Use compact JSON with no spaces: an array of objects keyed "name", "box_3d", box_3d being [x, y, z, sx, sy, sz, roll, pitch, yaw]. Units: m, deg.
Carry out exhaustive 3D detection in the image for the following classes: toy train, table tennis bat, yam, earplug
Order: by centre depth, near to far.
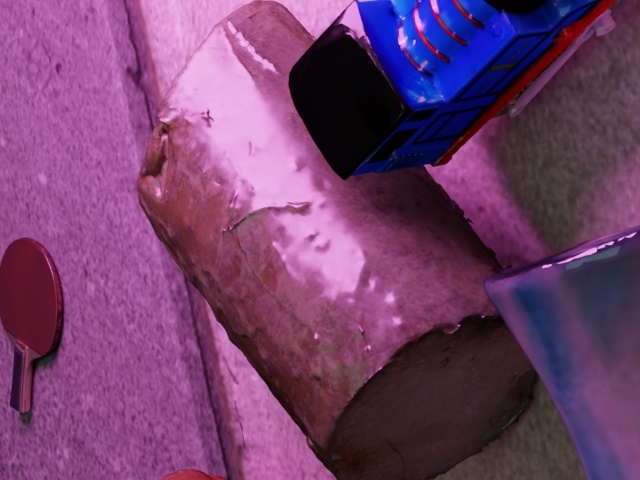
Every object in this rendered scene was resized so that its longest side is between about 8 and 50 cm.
[{"name":"earplug","box_3d":[0.218,0.142,0.927,0.185,0.185,0.324,-20,88,51]},{"name":"toy train","box_3d":[0.086,-0.120,1.048,0.204,0.131,0.082,-45,64,46]},{"name":"yam","box_3d":[0.000,0.000,1.163,0.304,0.168,0.168,52,134,27]},{"name":"table tennis bat","box_3d":[-0.253,0.074,1.598,0.095,0.014,0.158,27,116,42]}]

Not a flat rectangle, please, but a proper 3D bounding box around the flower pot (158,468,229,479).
[{"name":"flower pot","box_3d":[-0.059,0.278,1.299,0.173,0.191,0.190,26,119,29]}]
